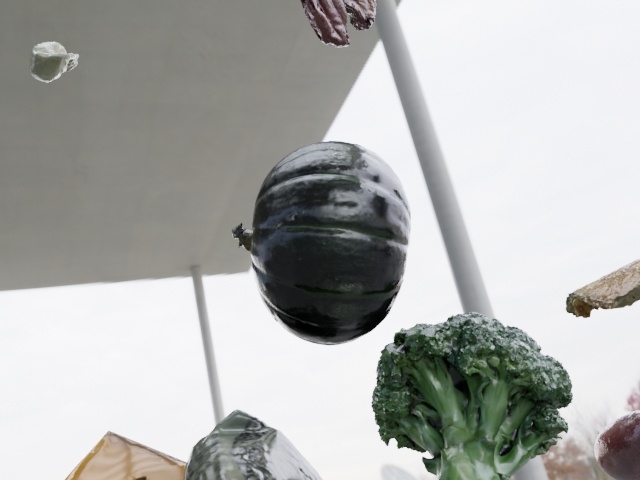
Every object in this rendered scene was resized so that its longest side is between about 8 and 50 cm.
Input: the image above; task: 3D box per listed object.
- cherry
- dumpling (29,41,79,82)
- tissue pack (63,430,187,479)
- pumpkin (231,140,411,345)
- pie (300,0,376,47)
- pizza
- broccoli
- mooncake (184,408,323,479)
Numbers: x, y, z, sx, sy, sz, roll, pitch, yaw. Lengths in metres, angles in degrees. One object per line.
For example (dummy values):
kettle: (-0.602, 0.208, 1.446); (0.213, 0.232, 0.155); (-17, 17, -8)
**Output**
cherry: (0.410, 0.271, 0.957); (0.106, 0.087, 0.126); (-18, -28, 17)
dumpling: (-0.346, -0.229, 0.960); (0.057, 0.052, 0.076); (6, -33, -12)
tissue pack: (-0.258, 0.442, 1.106); (0.274, 0.194, 0.145); (15, -55, 21)
pumpkin: (0.000, 0.000, 0.886); (0.216, 0.250, 0.250); (4, -21, 9)
pie: (0.040, -0.542, 1.665); (0.054, 0.205, 0.218); (-8, 17, 47)
pizza: (0.689, 0.084, 1.576); (0.365, 0.074, 0.182); (-31, 4, 25)
broccoli: (0.192, 0.231, 0.968); (0.269, 0.270, 0.270); (8, -50, 9)
mooncake: (-0.050, 0.334, 0.863); (0.136, 0.254, 0.250); (-40, -69, 3)
